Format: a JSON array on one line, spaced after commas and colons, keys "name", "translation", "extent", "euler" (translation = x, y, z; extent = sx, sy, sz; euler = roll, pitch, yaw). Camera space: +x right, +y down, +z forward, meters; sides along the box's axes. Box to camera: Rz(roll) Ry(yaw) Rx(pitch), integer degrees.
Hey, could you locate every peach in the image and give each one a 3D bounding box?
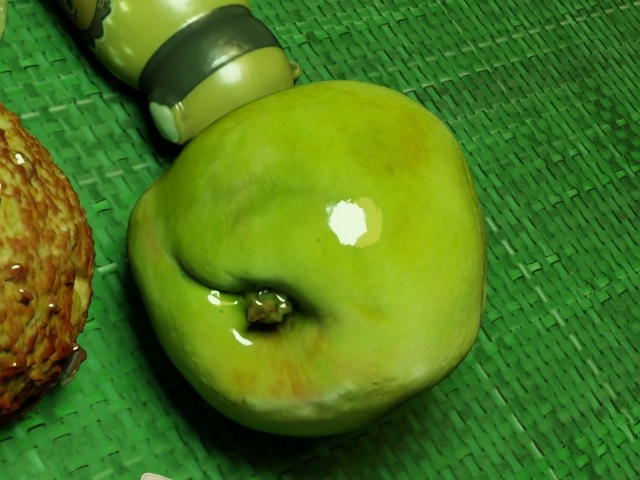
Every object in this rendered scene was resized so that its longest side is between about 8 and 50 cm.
[{"name": "peach", "translation": [0.001, 0.006, 1.266], "extent": [0.314, 0.281, 0.316], "euler": [43, 38, 13]}]

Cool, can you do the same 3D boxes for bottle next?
[{"name": "bottle", "translation": [-0.159, -0.236, 1.425], "extent": [0.171, 0.171, 0.351], "euler": [-23, 71, -40]}]

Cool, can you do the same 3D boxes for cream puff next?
[{"name": "cream puff", "translation": [-0.327, -0.005, 1.115], "extent": [0.350, 0.228, 0.350], "euler": [16, 48, -19]}]

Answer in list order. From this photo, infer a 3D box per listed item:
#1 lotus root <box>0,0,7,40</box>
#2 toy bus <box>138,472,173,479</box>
[{"name": "lotus root", "translation": [-0.343, -0.250, 1.390], "extent": [0.090, 0.077, 0.183], "euler": [10, 54, -25]}, {"name": "toy bus", "translation": [-0.148, 0.277, 1.099], "extent": [0.063, 0.090, 0.203], "euler": [27, 48, -12]}]
